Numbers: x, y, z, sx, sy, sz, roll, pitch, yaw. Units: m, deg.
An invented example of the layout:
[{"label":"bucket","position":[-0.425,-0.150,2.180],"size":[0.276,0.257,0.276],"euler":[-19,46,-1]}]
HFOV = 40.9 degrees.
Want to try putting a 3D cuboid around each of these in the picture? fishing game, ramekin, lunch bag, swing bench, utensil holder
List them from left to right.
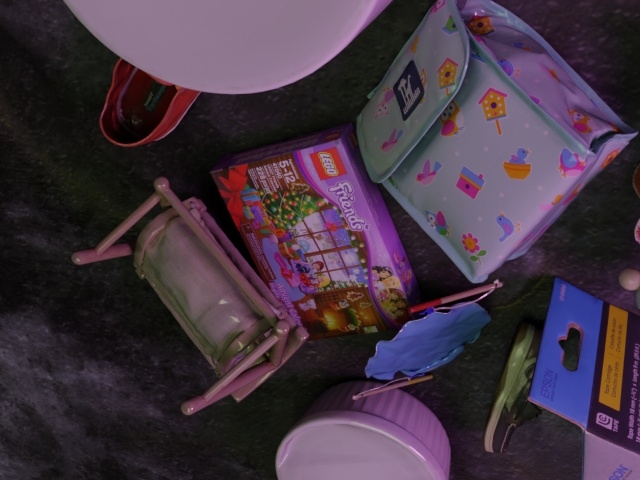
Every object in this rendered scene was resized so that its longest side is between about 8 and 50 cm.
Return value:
[{"label":"swing bench","position":[-0.155,0.076,1.148],"size":[0.165,0.255,0.253],"euler":[-41,80,3]},{"label":"utensil holder","position":[-0.033,-0.339,0.757],"size":[0.328,0.385,0.327],"euler":[11,125,16]},{"label":"ramekin","position":[0.076,0.335,1.317],"size":[0.273,0.127,0.272],"euler":[11,125,16]},{"label":"fishing game","position":[0.142,0.131,1.154],"size":[0.264,0.189,0.041],"euler":[108,143,-53]},{"label":"lunch bag","position":[0.171,-0.124,0.959],"size":[0.262,0.160,0.223],"euler":[49,133,15]}]

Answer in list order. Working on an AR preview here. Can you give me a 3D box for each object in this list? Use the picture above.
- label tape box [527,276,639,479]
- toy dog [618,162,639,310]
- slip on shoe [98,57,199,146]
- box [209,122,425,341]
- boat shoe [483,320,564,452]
[{"label":"label tape box","position":[0.401,0.214,1.037],"size":[0.334,0.240,0.105],"euler":[25,129,6]},{"label":"toy dog","position":[0.380,-0.067,0.888],"size":[0.161,0.220,0.333],"euler":[20,101,9]},{"label":"slip on shoe","position":[-0.181,-0.236,1.063],"size":[0.123,0.101,0.331],"euler":[39,126,-3]},{"label":"box","position":[0.000,0.000,1.170],"size":[0.201,0.057,0.293],"euler":[-12,116,27]},{"label":"boat shoe","position":[0.280,0.215,1.186],"size":[0.074,0.080,0.223],"euler":[18,122,17]}]
